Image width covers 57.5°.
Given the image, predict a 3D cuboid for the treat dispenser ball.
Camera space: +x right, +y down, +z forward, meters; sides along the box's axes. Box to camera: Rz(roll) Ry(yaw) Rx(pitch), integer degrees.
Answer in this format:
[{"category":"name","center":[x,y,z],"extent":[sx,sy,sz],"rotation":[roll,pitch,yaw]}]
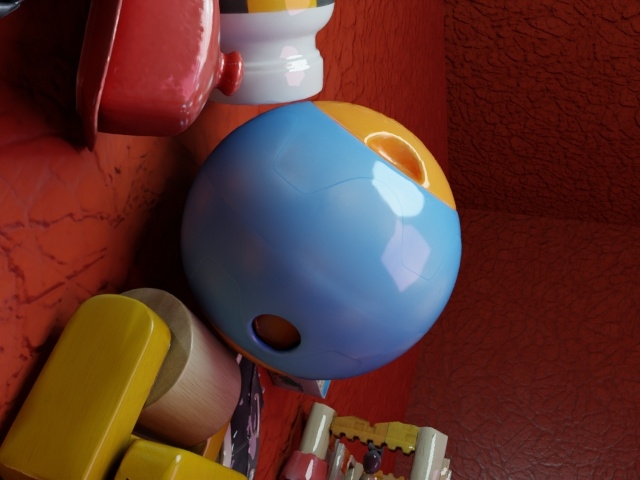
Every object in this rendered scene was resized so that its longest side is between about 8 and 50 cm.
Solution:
[{"category":"treat dispenser ball","center":[0.000,0.000,0.613],"extent":[0.288,0.288,0.288],"rotation":[8,90,-72]}]

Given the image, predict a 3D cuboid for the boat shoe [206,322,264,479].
[{"category":"boat shoe","center":[-0.105,0.177,0.686],"extent":[0.079,0.084,0.233],"rotation":[37,41,-41]}]

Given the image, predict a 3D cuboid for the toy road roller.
[{"category":"toy road roller","center":[-0.117,0.223,0.481],"extent":[0.202,0.240,0.329],"rotation":[66,36,-58]}]

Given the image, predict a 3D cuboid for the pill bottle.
[{"category":"pill bottle","center":[-0.067,-0.283,0.557],"extent":[0.162,0.162,0.278],"rotation":[-52,145,-56]}]

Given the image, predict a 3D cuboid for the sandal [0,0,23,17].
[{"category":"sandal","center":[-0.221,-0.140,0.277],"extent":[0.254,0.097,0.054],"rotation":[-21,116,-57]}]

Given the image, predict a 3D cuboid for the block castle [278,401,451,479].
[{"category":"block castle","center":[0.108,0.525,1.175],"extent":[0.453,0.303,0.213],"rotation":[71,33,-51]}]

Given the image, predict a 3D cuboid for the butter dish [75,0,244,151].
[{"category":"butter dish","center":[-0.117,-0.142,0.449],"extent":[0.160,0.118,0.160],"rotation":[179,-79,-67]}]

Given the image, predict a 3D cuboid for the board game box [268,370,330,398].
[{"category":"board game box","center":[-0.027,0.074,0.923],"extent":[0.303,0.097,0.224],"rotation":[76,29,-48]}]
